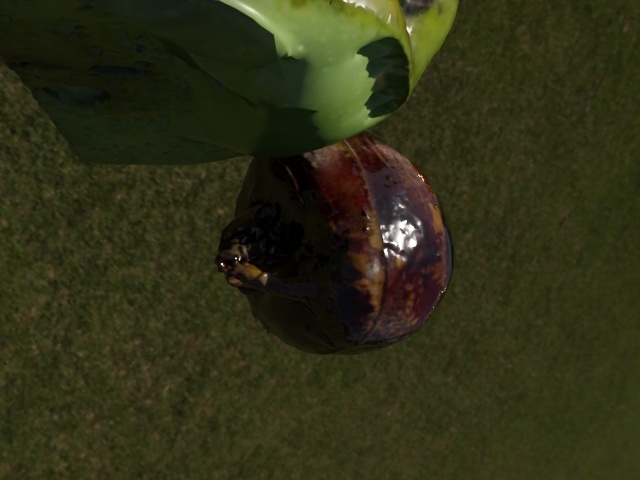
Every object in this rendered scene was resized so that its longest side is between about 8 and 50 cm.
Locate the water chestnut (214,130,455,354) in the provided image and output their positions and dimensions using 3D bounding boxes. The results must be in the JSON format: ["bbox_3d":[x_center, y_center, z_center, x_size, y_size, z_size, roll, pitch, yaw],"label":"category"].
[{"bbox_3d":[0.000,0.000,0.755,0.238,0.224,0.223,-13,129,-32],"label":"water chestnut"}]

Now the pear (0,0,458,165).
[{"bbox_3d":[-0.061,-0.188,0.572,0.342,0.318,0.238,100,-7,-77],"label":"pear"}]
